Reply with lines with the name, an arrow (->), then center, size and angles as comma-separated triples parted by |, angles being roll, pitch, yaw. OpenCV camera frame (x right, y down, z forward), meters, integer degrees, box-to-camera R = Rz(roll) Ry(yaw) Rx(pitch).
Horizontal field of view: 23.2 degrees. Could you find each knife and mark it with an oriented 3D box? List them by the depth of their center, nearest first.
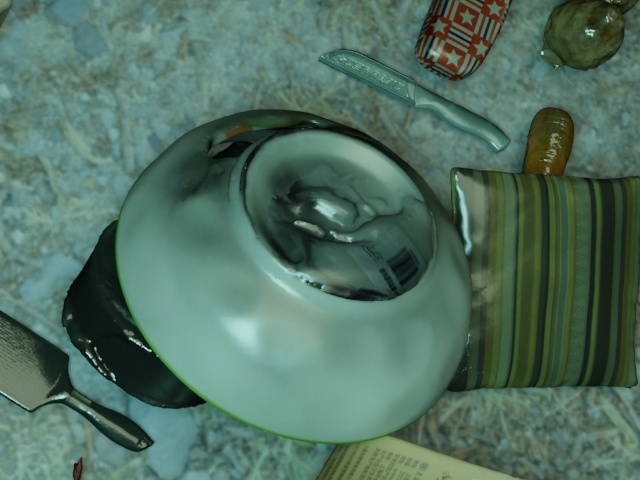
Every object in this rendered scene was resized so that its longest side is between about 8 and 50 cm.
knife -> 0.095, -0.142, 1.537 | 0.210, 0.015, 0.028 | 27, 72, -9

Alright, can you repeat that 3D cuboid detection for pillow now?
pillow -> 0.213, 0.038, 1.477 | 0.212, 0.052, 0.208 | 1, 92, -21

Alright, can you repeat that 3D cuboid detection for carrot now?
carrot -> 0.213, -0.042, 1.534 | 0.047, 0.047, 0.191 | 18, 74, -13

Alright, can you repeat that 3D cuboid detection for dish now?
dish -> 0.000, 0.000, 1.311 | 0.324, 0.124, 0.324 | 15, 50, -18

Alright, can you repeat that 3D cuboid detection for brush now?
brush -> -0.227, 0.127, 1.336 | 0.193, 0.016, 0.063 | 34, 66, -6

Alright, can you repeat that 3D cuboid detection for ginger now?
ginger -> 0.294, -0.267, 1.596 | 0.080, 0.104, 0.204 | 30, 69, -20

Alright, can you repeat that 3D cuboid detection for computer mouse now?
computer mouse -> -0.100, 0.035, 1.376 | 0.168, 0.087, 0.295 | 42, 51, 7

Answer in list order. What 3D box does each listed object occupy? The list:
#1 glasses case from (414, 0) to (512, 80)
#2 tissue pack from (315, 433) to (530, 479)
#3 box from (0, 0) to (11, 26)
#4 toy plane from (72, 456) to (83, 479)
glasses case -> 0.152, -0.244, 1.570 | 0.073, 0.049, 0.194 | 27, 66, -11
tissue pack -> 0.063, 0.349, 1.278 | 0.238, 0.238, 0.305 | 36, 64, -6
box -> -0.324, -0.194, 1.352 | 0.089, 0.122, 0.062 | 48, 53, 0
toy plane -> -0.195, 0.251, 1.286 | 0.037, 0.060, 0.145 | -1, 58, -20
